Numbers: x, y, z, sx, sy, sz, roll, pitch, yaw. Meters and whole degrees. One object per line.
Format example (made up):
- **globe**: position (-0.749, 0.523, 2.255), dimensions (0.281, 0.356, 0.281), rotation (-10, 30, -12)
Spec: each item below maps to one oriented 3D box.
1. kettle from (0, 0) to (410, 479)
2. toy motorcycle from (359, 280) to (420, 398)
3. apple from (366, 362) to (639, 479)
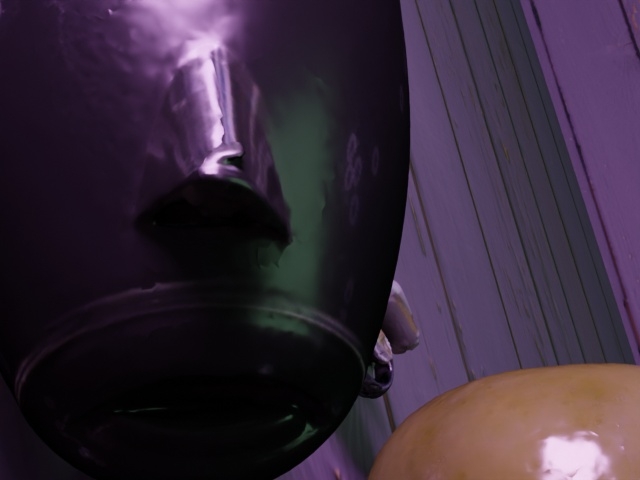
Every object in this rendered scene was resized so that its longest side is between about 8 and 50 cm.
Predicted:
- **kettle**: position (-0.061, -0.019, 0.462), dimensions (0.268, 0.208, 0.290), rotation (107, -23, -54)
- **toy motorcycle**: position (0.000, 0.000, 0.771), dimensions (0.228, 0.074, 0.151), rotation (55, 29, -14)
- **apple**: position (0.167, 0.219, 0.690), dimensions (0.292, 0.292, 0.254), rotation (42, 40, -52)
